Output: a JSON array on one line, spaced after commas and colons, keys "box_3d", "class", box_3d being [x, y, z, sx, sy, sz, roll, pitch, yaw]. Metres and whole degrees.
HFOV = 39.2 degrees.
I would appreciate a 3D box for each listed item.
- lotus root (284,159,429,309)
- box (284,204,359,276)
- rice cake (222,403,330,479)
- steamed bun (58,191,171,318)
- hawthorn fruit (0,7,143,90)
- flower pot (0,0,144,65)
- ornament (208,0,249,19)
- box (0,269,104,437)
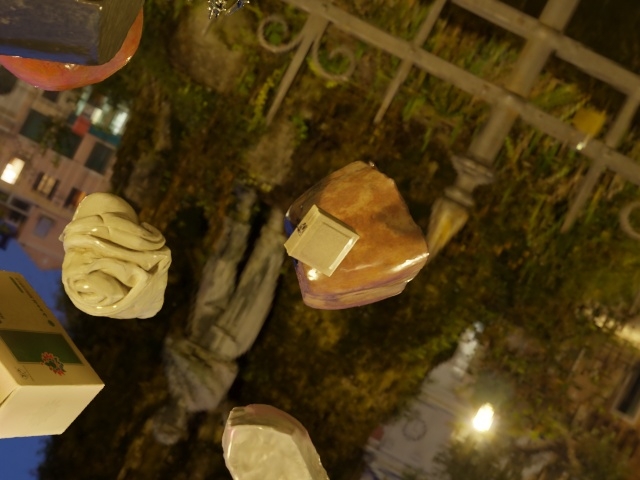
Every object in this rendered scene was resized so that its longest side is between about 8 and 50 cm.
[{"box_3d": [0.040, 0.000, 1.919, 0.316, 0.250, 0.316, 57, 159, 36], "class": "lotus root"}, {"box_3d": [0.000, 0.000, 1.318, 0.083, 0.079, 0.035, 31, -167, -28], "class": "box"}, {"box_3d": [0.039, 0.290, 0.678, 0.399, 0.064, 0.070, 61, 179, -12], "class": "rice cake"}, {"box_3d": [-0.376, 0.045, 1.566, 0.211, 0.218, 0.144, 32, -144, 11], "class": "steamed bun"}, {"box_3d": [-0.337, -0.276, 1.161, 0.199, 0.199, 0.251, 27, 166, -14], "class": "hawthorn fruit"}, {"box_3d": [-0.269, -0.301, 0.788, 0.251, 0.379, 0.379, 19, -179, -6], "class": "flower pot"}, {"box_3d": [-0.147, -0.454, 1.425, 0.080, 0.202, 0.236, 47, 177, 16], "class": "ornament"}, {"box_3d": [-0.395, 0.132, 1.095, 0.212, 0.095, 0.168, 46, -168, 21], "class": "box"}]
